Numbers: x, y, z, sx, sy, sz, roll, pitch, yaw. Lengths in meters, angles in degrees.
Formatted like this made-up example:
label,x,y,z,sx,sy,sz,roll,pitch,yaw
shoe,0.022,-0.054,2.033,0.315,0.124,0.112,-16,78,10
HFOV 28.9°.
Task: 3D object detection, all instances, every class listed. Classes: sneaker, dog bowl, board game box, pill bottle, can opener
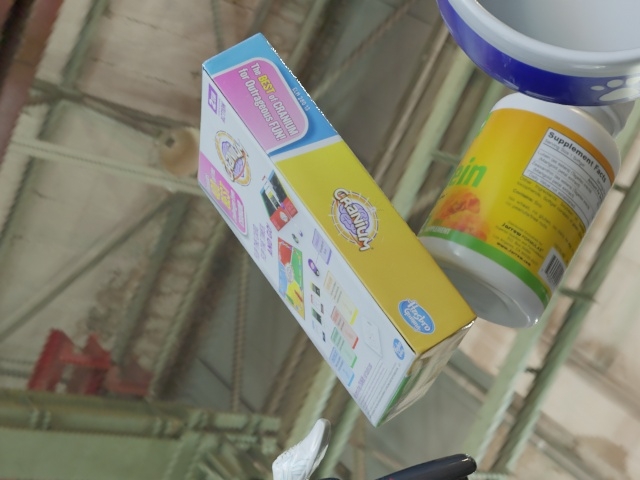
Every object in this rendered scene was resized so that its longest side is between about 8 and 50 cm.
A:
label,x,y,z,sx,sy,sz,roll,pitch,yaw
sneaker,-0.035,0.316,1.768,0.152,0.061,0.053,-64,-15,9
dog bowl,0.218,-0.246,1.003,0.265,0.265,0.104,-46,-14,-7
board game box,0.000,0.000,1.140,0.064,0.316,0.242,-32,-15,-18
pill bottle,0.198,-0.052,1.174,0.246,0.136,0.136,-59,-43,-15
can opener,0.054,0.220,1.070,0.186,0.073,0.059,-14,-30,-20
